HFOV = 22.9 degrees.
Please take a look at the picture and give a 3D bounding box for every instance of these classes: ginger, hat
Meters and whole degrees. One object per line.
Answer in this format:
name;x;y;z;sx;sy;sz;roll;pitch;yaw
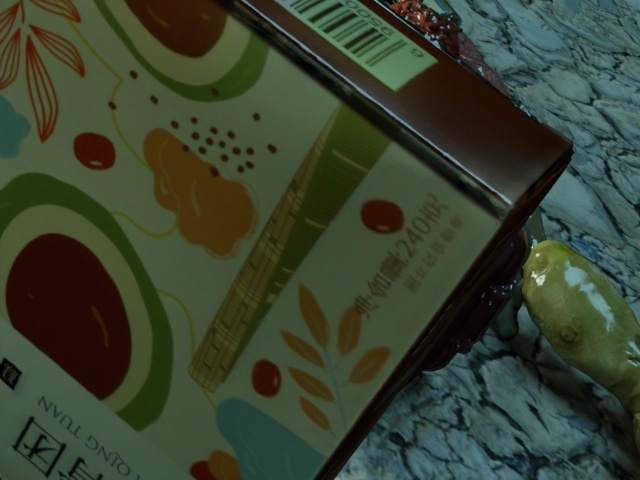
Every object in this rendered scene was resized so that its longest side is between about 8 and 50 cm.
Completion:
ginger;0.360;0.178;1.441;0.363;0.122;0.348;25;39;-34
hat;0.109;-0.176;1.646;0.237;0.107;0.286;29;-3;10

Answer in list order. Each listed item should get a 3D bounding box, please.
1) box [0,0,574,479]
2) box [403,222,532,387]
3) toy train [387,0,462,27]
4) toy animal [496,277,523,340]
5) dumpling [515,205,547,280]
box;-0.097;-0.003;0.980;0.344;0.385;0.122;38;31;8
box;0.000;0.000;1.272;0.294;0.193;0.167;39;36;9
toy train;0.091;-0.343;1.984;0.055;0.048;0.252;5;41;-43
toy animal;0.093;0.019;1.448;0.217;0.073;0.176;33;24;8
dumpling;0.151;-0.052;1.591;0.332;0.086;0.166;34;33;-7
